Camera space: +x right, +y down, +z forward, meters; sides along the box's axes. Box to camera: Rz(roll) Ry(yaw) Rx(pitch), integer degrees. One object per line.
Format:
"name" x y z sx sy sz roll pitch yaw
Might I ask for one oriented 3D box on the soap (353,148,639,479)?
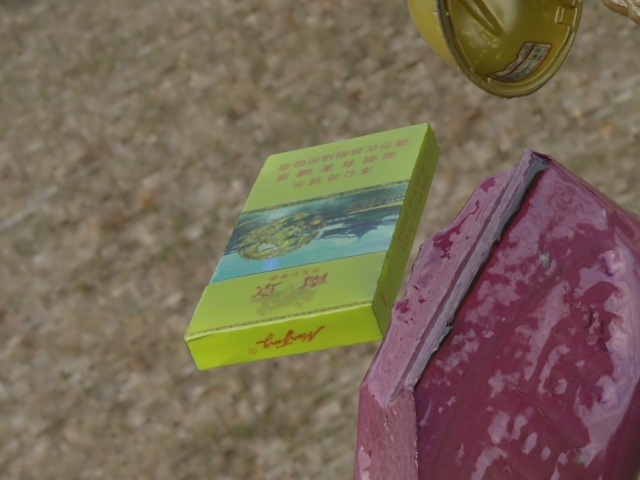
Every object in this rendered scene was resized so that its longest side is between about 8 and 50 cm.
"soap" 0.148 0.116 1.419 0.325 0.220 0.127 -60 13 -13

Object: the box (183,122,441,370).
"box" 0.000 0.000 1.790 0.187 0.047 0.335 -10 30 20

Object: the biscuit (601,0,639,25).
"biscuit" 0.323 -0.233 1.486 0.208 0.049 0.181 -1 40 7

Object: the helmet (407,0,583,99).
"helmet" 0.161 -0.281 1.986 0.205 0.257 0.140 -33 28 -28
